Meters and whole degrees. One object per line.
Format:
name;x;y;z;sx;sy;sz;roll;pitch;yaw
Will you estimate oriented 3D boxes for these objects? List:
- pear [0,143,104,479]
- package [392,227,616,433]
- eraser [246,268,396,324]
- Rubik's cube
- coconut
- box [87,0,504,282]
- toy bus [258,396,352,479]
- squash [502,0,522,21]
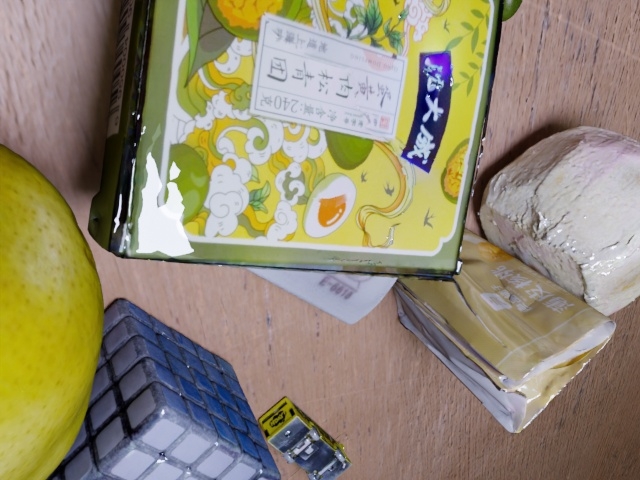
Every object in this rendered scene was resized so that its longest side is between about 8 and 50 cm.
pear;-0.360;0.068;0.409;0.362;0.362;0.418;-30;139;-12
package;0.238;0.101;0.804;0.221;0.311;0.165;-48;132;4
eraser;0.000;0.000;0.750;0.270;0.095;0.174;34;93;-37
Rubik's cube;-0.235;0.262;0.673;0.238;0.237;0.237;-43;128;-2
coconut;0.439;-0.039;0.862;0.254;0.297;0.297;-36;129;-2
box;-0.004;-0.156;0.562;0.420;0.138;0.373;6;94;-33
toy bus;-0.026;0.385;0.970;0.081;0.074;0.226;-41;129;-4
squash;0.221;-0.364;0.642;0.069;0.069;0.258;-50;151;4
